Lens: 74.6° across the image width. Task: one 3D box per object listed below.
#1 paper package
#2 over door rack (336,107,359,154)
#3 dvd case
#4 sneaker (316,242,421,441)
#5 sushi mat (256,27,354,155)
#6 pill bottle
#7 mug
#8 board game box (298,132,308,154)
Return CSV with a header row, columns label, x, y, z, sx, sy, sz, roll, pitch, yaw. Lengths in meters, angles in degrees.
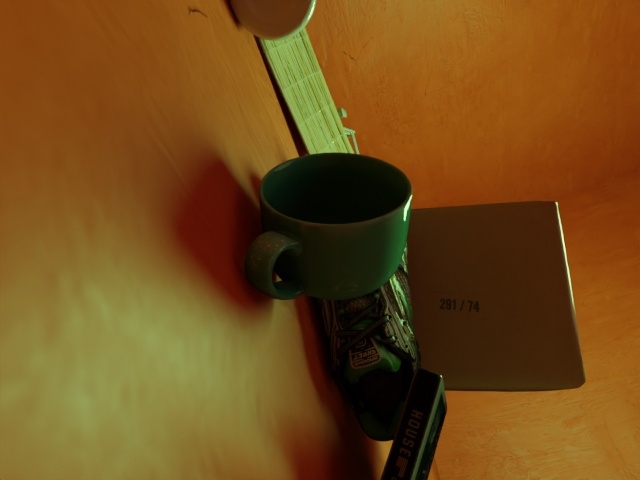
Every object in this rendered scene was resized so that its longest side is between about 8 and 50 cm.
label,x,y,z,sx,sy,sz,roll,pitch,yaw
paper package,0.242,0.102,0.739,0.168,0.324,0.310,52,37,-67
over door rack,0.059,-0.186,1.092,0.324,0.108,0.240,-32,105,-80
dvd case,0.097,0.250,0.452,0.180,0.029,0.239,-66,153,-20
sneaker,0.060,0.077,0.507,0.146,0.134,0.344,-71,143,-74
sushi mat,-0.009,-0.247,0.807,0.151,0.019,0.317,-50,125,-43
pill bottle,-0.068,-0.384,0.645,0.216,0.121,0.121,-94,164,-58
mug,0.001,-0.006,0.378,0.129,0.157,0.098,-124,-154,-49
board game box,-0.039,-0.280,0.871,0.092,0.043,0.181,-94,164,-57
